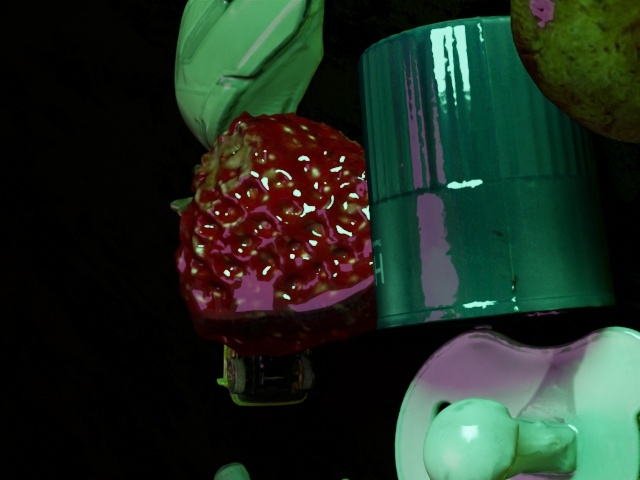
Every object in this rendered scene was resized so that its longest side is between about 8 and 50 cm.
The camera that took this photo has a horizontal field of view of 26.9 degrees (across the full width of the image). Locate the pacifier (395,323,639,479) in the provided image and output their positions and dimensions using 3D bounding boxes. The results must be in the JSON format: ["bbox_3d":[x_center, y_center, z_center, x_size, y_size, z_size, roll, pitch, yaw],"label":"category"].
[{"bbox_3d":[0.190,0.216,1.277,0.343,0.269,0.288,-7,79,37],"label":"pacifier"}]

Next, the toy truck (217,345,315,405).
[{"bbox_3d":[-0.084,0.092,1.923,0.157,0.124,0.272,-166,76,-75],"label":"toy truck"}]

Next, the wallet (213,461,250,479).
[{"bbox_3d":[-0.123,0.557,2.094,0.252,0.083,0.360,-57,45,39],"label":"wallet"}]

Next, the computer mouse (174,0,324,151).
[{"bbox_3d":[-0.119,-0.277,1.916,0.429,0.145,0.228,-59,43,45],"label":"computer mouse"}]

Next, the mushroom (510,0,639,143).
[{"bbox_3d":[0.265,-0.215,1.160,0.254,0.267,0.267,-31,67,57],"label":"mushroom"}]

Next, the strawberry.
[{"bbox_3d":[0.000,0.000,1.656,0.345,0.295,0.317,10,68,38],"label":"strawberry"}]

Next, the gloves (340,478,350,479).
[{"bbox_3d":[0.077,0.439,1.664,0.197,0.152,0.301,-28,55,11],"label":"gloves"}]

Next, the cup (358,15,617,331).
[{"bbox_3d":[0.177,-0.062,1.390,0.242,0.308,0.292,-9,85,28],"label":"cup"}]
